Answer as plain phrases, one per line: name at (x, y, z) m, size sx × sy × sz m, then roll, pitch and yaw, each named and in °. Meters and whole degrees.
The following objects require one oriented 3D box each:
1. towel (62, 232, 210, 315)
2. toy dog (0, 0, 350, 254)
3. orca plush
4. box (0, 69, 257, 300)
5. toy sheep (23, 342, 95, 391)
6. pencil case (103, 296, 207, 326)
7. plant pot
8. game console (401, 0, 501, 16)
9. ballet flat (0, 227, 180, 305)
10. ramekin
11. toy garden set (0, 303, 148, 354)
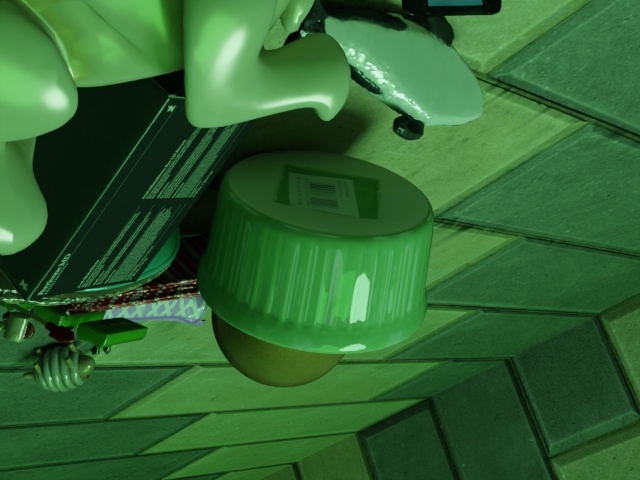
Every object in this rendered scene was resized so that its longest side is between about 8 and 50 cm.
towel at (-0.233, 0.037, 1.349) m, size 0.275 × 0.031 × 0.199 m, roll -8°, pitch -159°, yaw -23°
toy dog at (-0.107, -0.249, 0.643) m, size 0.408 × 0.284 × 0.395 m, roll -22°, pitch 123°, yaw 12°
orca plush at (0.058, -0.188, 1.099) m, size 0.287 × 0.151 × 0.102 m, roll -4°, pitch -174°, yaw -41°
box at (-0.204, -0.072, 0.998) m, size 0.261 × 0.103 × 0.184 m, roll -51°, pitch 166°, yaw 19°
toy sheep at (-0.460, 0.225, 1.715) m, size 0.132 × 0.091 × 0.091 m, roll -7°, pitch 160°, yaw 7°
pencil case at (-0.268, 0.087, 1.461) m, size 0.206 × 0.088 × 0.086 m, roll 0°, pitch 150°, yaw -42°
plant pot at (-0.042, 0.105, 1.458) m, size 0.237 × 0.237 × 0.254 m, roll -15°, pitch 176°, yaw -9°
game console at (0.146, -0.284, 0.976) m, size 0.122 × 0.107 × 0.071 m, roll -7°, pitch -175°, yaw -27°
ballet flat at (-0.398, 0.010, 1.131) m, size 0.182 × 0.164 × 0.483 m, roll -11°, pitch 179°, yaw 43°
ramekin at (0.000, 0.000, 1.242) m, size 0.303 × 0.303 × 0.148 m, roll -6°, pitch 120°, yaw -29°
toy garden set at (-0.378, 0.100, 1.243) m, size 0.244 × 0.049 × 0.204 m, roll 19°, pitch -174°, yaw 17°
